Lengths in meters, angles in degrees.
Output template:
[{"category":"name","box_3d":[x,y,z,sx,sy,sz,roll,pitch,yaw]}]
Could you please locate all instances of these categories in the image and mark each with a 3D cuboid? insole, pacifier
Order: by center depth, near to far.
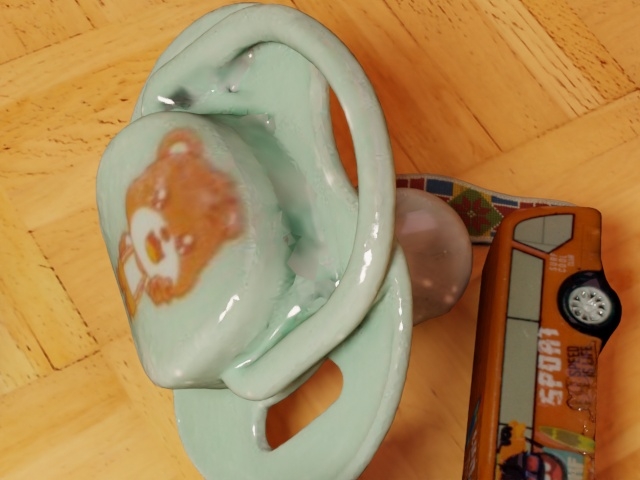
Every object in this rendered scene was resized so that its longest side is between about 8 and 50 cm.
[{"category":"pacifier","box_3d":[0.000,0.000,0.951,0.269,0.288,0.343,-1,61,-41]},{"category":"insole","box_3d":[0.116,-0.019,1.097,0.193,0.006,0.065,8,59,-4]}]

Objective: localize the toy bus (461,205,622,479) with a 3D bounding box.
[{"category":"toy bus","box_3d":[0.141,0.160,0.946,0.092,0.093,0.408,10,57,0]}]
